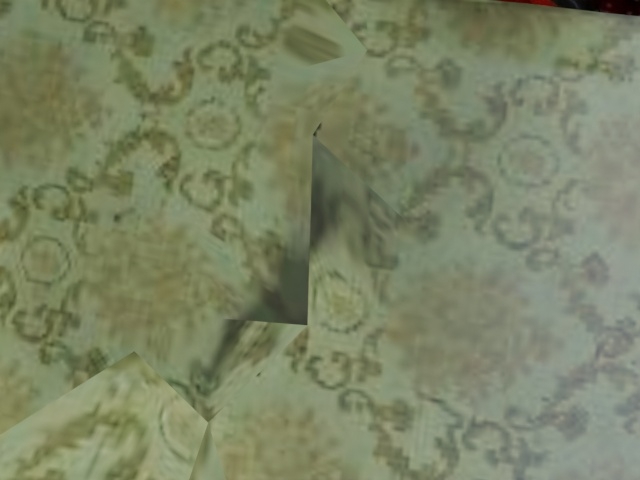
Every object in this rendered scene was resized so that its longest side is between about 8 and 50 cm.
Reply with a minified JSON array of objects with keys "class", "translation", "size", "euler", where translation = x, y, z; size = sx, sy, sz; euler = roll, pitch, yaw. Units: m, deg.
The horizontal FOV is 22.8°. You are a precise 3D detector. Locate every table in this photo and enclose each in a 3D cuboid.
[{"class":"table","translation":[0.052,0.055,0.501],"size":[0.335,0.272,0.222],"euler":[10,90,17]}]

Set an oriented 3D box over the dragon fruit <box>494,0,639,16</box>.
[{"class":"dragon fruit","translation":[0.106,-0.117,0.653],"size":[0.192,0.122,0.092],"euler":[37,81,15]}]
